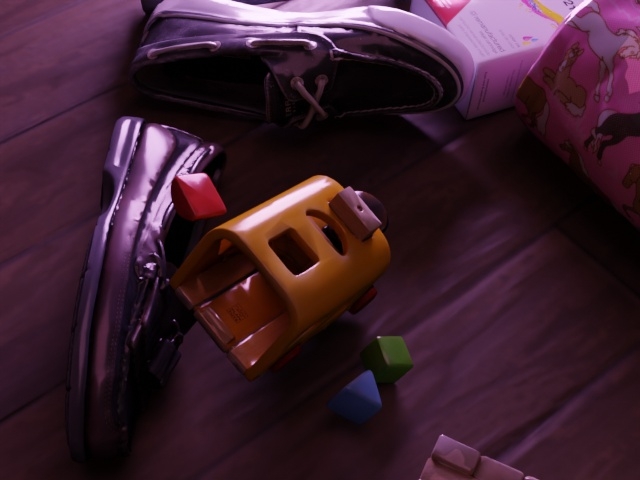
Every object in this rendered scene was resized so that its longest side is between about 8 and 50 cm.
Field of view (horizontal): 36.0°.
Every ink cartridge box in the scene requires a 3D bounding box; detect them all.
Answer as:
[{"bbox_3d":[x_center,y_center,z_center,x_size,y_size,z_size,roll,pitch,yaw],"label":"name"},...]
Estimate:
[{"bbox_3d":[0.190,-0.202,0.943,0.175,0.072,0.127,-18,55,-17],"label":"ink cartridge box"}]

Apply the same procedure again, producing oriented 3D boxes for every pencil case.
[{"bbox_3d":[0.335,-0.045,0.783,0.167,0.160,0.386,-45,61,9],"label":"pencil case"}]

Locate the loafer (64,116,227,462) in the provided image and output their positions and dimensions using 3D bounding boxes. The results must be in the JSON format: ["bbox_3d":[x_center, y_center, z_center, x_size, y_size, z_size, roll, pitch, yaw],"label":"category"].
[{"bbox_3d":[-0.123,0.022,0.730,0.095,0.109,0.302,4,49,-6],"label":"loafer"}]

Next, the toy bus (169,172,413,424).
[{"bbox_3d":[-0.003,0.008,0.699,0.191,0.104,0.202,18,47,-26],"label":"toy bus"}]

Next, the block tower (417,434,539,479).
[{"bbox_3d":[0.043,0.268,0.554,0.091,0.097,0.335,23,53,12],"label":"block tower"}]

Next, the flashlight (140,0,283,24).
[{"bbox_3d":[-0.027,-0.273,0.973,0.304,0.103,0.103,-9,73,-6],"label":"flashlight"}]

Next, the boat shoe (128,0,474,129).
[{"bbox_3d":[-0.021,-0.144,0.863,0.301,0.108,0.102,11,52,8],"label":"boat shoe"}]
